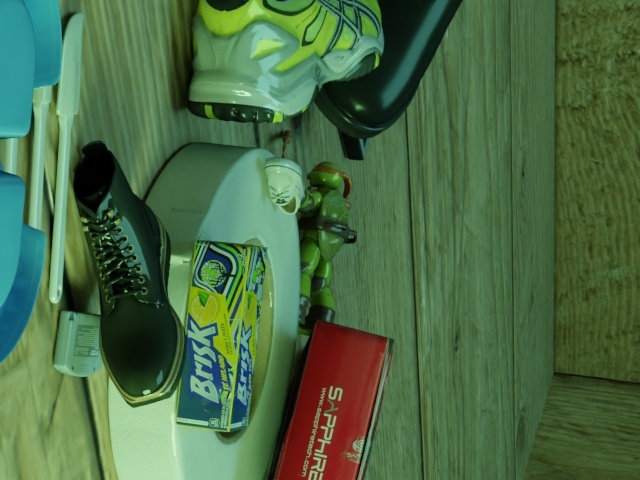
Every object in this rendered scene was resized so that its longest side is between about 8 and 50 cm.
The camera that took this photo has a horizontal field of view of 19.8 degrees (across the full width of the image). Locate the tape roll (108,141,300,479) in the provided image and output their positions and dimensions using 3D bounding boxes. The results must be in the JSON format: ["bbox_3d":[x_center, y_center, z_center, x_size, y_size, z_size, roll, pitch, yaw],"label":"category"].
[{"bbox_3d":[-0.108,0.096,1.830,0.392,0.072,0.392,6,90,-74],"label":"tape roll"}]

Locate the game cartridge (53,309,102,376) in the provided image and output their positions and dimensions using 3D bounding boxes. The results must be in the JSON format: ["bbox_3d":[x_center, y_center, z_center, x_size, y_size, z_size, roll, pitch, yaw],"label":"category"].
[{"bbox_3d":[-0.207,0.089,1.577,0.083,0.017,0.056,20,73,-74],"label":"game cartridge"}]

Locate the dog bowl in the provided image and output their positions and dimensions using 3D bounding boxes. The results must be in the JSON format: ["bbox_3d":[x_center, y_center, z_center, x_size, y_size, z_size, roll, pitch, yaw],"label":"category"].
[{"bbox_3d":[-0.250,-0.060,1.257,0.166,0.074,0.297,-8,103,-74],"label":"dog bowl"}]

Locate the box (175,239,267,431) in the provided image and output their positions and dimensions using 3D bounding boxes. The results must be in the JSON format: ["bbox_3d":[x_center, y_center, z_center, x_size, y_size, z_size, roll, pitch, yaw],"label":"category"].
[{"bbox_3d":[-0.089,0.086,1.659,0.059,0.054,0.169,5,91,-74],"label":"box"}]

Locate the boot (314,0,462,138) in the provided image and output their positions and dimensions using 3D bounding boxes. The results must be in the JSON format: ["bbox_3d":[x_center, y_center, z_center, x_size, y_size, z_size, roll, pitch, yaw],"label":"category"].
[{"bbox_3d":[0.172,-0.351,2.049,0.445,0.146,0.367,-39,-156,52],"label":"boot"}]

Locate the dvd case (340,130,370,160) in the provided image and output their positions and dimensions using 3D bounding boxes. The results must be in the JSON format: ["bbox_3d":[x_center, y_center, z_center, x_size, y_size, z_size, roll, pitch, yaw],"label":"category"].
[{"bbox_3d":[0.048,-0.243,2.331,0.238,0.029,0.179,73,28,-53],"label":"dvd case"}]

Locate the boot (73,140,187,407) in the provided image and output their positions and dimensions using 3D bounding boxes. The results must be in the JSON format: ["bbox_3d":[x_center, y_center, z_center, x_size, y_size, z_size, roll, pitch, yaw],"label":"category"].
[{"bbox_3d":[-0.172,0.028,1.542,0.137,0.077,0.198,67,7,-53],"label":"boot"}]

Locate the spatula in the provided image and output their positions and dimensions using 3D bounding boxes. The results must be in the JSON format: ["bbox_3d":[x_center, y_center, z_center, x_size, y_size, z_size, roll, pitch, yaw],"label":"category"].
[{"bbox_3d":[-0.227,-0.062,1.448,0.168,0.019,0.242,-29,125,-78],"label":"spatula"}]

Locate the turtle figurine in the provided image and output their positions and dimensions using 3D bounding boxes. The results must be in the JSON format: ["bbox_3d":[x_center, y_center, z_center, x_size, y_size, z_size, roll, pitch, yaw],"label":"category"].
[{"bbox_3d":[0.000,0.000,2.146,0.269,0.087,0.217,44,54,-71],"label":"turtle figurine"}]

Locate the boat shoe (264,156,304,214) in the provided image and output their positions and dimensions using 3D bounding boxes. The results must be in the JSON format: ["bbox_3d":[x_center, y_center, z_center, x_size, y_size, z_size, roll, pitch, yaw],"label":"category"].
[{"bbox_3d":[-0.037,-0.053,1.835,0.100,0.035,0.035,72,25,-70],"label":"boat shoe"}]

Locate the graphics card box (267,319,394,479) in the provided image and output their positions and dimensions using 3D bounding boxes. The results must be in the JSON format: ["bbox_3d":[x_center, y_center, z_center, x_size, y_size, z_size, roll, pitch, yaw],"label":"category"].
[{"bbox_3d":[-0.001,0.229,2.013,0.371,0.094,0.233,104,0,-80],"label":"graphics card box"}]

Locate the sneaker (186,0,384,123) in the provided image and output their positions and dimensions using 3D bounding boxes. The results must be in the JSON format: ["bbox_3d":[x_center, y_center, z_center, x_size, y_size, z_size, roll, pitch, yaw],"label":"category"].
[{"bbox_3d":[-0.022,-0.237,1.875,0.384,0.145,0.147,-53,147,-64],"label":"sneaker"}]
